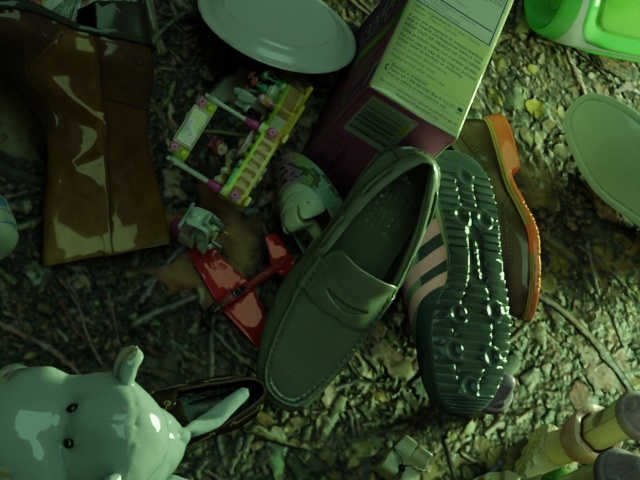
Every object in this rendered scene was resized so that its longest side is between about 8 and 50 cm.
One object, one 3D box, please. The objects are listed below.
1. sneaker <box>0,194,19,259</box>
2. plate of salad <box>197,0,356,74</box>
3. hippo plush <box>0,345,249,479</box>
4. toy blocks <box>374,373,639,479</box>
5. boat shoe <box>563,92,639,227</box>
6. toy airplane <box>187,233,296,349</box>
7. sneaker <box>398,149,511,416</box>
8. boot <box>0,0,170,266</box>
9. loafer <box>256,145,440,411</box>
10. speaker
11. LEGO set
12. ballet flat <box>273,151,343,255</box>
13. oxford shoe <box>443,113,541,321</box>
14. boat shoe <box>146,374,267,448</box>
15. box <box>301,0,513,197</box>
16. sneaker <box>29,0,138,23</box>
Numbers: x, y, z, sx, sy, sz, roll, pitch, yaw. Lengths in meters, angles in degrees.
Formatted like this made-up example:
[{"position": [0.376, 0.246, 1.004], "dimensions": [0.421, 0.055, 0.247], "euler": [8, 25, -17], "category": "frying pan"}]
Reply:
[{"position": [-0.425, 0.000, 1.426], "dimensions": [0.237, 0.085, 0.086], "euler": [-12, 48, -26], "category": "sneaker"}, {"position": [-0.054, -0.253, 1.698], "dimensions": [0.200, 0.048, 0.200], "euler": [15, 38, -12], "category": "plate of salad"}, {"position": [-0.214, 0.221, 1.296], "dimensions": [0.294, 0.236, 0.234], "euler": [7, 76, -6], "category": "hippo plush"}, {"position": [0.251, 0.271, 1.517], "dimensions": [0.309, 0.260, 0.288], "euler": [39, 58, -6], "category": "toy blocks"}, {"position": [0.429, -0.068, 1.853], "dimensions": [0.114, 0.091, 0.302], "euler": [-39, 89, 11], "category": "boat shoe"}, {"position": [-0.075, 0.050, 1.593], "dimensions": [0.151, 0.028, 0.151], "euler": [10, 64, -21], "category": "toy airplane"}, {"position": [0.138, 0.062, 1.629], "dimensions": [0.112, 0.131, 0.319], "euler": [18, 59, -26], "category": "sneaker"}, {"position": [-0.299, -0.112, 1.523], "dimensions": [0.264, 0.096, 0.280], "euler": [-3, 90, -29], "category": "boot"}, {"position": [0.029, 0.040, 1.530], "dimensions": [0.112, 0.111, 0.319], "euler": [28, 87, -10], "category": "loafer"}, {"position": [0.431, -0.310, 1.934], "dimensions": [0.296, 0.131, 0.131], "euler": [7, 66, -23], "category": "speaker"}, {"position": [-0.093, -0.129, 1.598], "dimensions": [0.107, 0.132, 0.287], "euler": [31, 57, -6], "category": "LEGO set"}, {"position": [0.000, 0.000, 1.619], "dimensions": [0.079, 0.077, 0.221], "euler": [-22, 82, -54], "category": "ballet flat"}, {"position": [0.202, -0.024, 1.734], "dimensions": [0.098, 0.097, 0.271], "euler": [-7, 65, -9], "category": "oxford shoe"}, {"position": [-0.152, 0.183, 1.475], "dimensions": [0.207, 0.073, 0.073], "euler": [-19, 81, -29], "category": "boat shoe"}, {"position": [0.100, -0.192, 1.671], "dimensions": [0.117, 0.213, 0.243], "euler": [31, 59, -10], "category": "box"}, {"position": [-0.239, -0.292, 1.637], "dimensions": [0.092, 0.088, 0.225], "euler": [48, 66, -5], "category": "sneaker"}]
